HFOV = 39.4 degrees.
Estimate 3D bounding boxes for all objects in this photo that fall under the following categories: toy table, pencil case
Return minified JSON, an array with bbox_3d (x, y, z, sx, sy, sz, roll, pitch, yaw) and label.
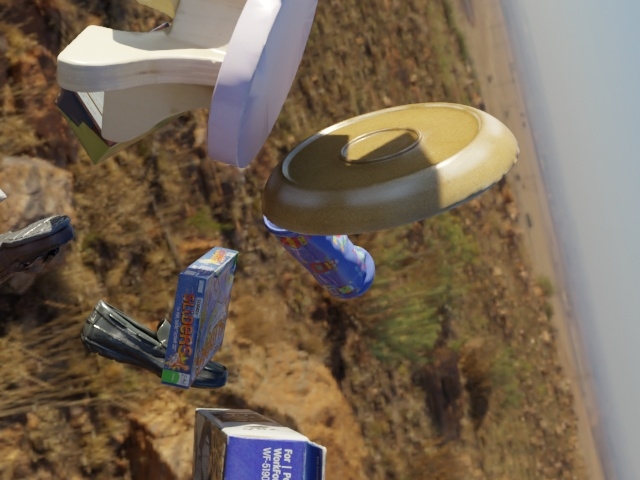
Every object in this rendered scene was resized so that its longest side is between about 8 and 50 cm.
[{"bbox_3d":[-0.108,-0.182,0.799,0.274,0.161,0.252,-70,176,-65],"label":"toy table"},{"bbox_3d":[0.000,0.000,1.768,0.306,0.119,0.133,49,29,-49],"label":"pencil case"}]

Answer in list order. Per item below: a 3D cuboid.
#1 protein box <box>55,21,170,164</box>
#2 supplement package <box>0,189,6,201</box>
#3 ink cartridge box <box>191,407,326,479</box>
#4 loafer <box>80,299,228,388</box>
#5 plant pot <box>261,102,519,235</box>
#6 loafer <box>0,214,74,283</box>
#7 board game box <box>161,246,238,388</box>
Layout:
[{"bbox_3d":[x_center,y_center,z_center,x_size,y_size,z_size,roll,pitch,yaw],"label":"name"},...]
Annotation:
[{"bbox_3d":[-0.330,-0.250,1.552,0.136,0.201,0.200,59,-20,-8],"label":"protein box"},{"bbox_3d":[-0.473,-0.030,1.028,0.105,0.179,0.105,49,-2,-8],"label":"supplement package"},{"bbox_3d":[-0.065,0.233,0.746,0.333,0.065,0.165,153,-60,-74],"label":"ink cartridge box"},{"bbox_3d":[-0.233,0.153,1.296,0.078,0.223,0.076,-67,-166,0],"label":"loafer"},{"bbox_3d":[0.057,-0.074,0.802,0.236,0.236,0.032,-73,151,-61],"label":"plant pot"},{"bbox_3d":[-0.554,0.026,1.683,0.109,0.303,0.095,-44,114,-49],"label":"loafer"},{"bbox_3d":[-0.148,0.091,1.123,0.201,0.035,0.136,-60,161,-80],"label":"board game box"}]
